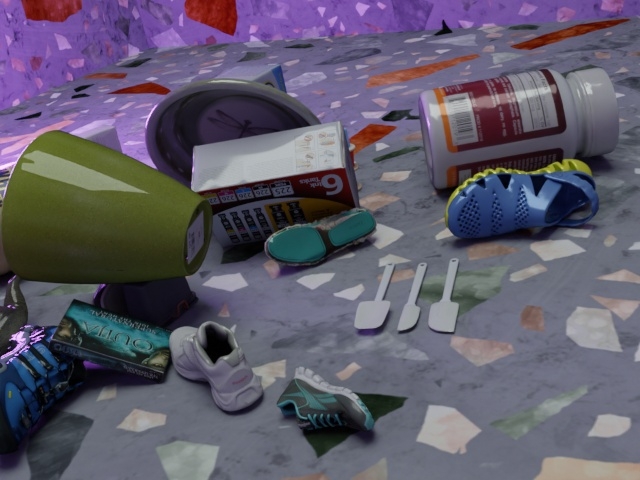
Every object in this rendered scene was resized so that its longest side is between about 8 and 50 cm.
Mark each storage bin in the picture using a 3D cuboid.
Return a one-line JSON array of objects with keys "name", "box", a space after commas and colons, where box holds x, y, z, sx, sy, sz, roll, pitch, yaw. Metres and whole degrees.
[{"name": "storage bin", "box": [-0.297, 0.098, 1.459, 0.098, 0.091, 0.135, 6, 31, 32]}]

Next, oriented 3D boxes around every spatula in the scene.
[{"name": "spatula", "box": [0.159, 0.089, 1.373, 0.168, 0.019, 0.242, -4, 26, 17]}]

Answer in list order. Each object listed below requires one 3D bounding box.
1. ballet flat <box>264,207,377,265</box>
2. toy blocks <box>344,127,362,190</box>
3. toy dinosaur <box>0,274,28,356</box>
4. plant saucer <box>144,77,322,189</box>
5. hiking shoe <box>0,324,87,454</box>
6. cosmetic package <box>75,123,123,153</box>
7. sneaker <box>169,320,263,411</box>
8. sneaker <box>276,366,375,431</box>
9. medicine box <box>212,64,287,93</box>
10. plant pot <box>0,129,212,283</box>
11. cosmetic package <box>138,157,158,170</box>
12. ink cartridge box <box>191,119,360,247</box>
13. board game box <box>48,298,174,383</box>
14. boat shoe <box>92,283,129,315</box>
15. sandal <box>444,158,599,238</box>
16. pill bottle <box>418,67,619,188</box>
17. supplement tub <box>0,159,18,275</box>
[{"name": "ballet flat", "box": [0.000, 0.000, 1.575, 0.241, 0.091, 0.077, -15, -7, -17]}, {"name": "toy blocks", "box": [0.035, -0.172, 1.813, 0.054, 0.148, 0.123, 15, 35, 44]}, {"name": "toy dinosaur", "box": [-0.614, 0.173, 1.446, 0.160, 0.121, 0.313, 16, 30, 23]}, {"name": "plant saucer", "box": [-0.172, -0.221, 1.712, 0.401, 0.400, 0.100, -5, 52, 14]}, {"name": "hiking shoe", "box": [-0.443, 0.216, 1.250, 0.132, 0.113, 0.304, -9, 27, 1]}, {"name": "cosmetic package", "box": [-0.509, -0.146, 1.881, 0.099, 0.239, 0.060, -30, 32, -35]}, {"name": "sneaker", "box": [-0.171, 0.167, 1.234, 0.090, 0.115, 0.232, -27, 29, -30]}, {"name": "sneaker", "box": [0.004, 0.238, 1.098, 0.076, 0.065, 0.166, -45, 35, -24]}, {"name": "medicine box", "box": [-0.203, -0.273, 1.987, 0.149, 0.263, 0.289, 4, 29, 30]}, {"name": "plant pot", "box": [-0.351, -0.032, 1.391, 0.294, 0.274, 0.275, 12, 30, 10]}, {"name": "cosmetic package", "box": [-0.415, -0.164, 2.017, 0.231, 0.085, 0.117, -6, 25, 31]}, {"name": "ink cartridge box", "box": [-0.079, -0.093, 1.660, 0.310, 0.272, 0.130, -9, 56, 8]}, {"name": "board game box", "box": [-0.339, 0.165, 1.311, 0.186, 0.026, 0.126, 18, 25, -9]}, {"name": "boat shoe", "box": [-0.384, 0.087, 1.540, 0.069, 0.081, 0.228, -6, 19, 18]}, {"name": "sandal", "box": [0.391, -0.071, 1.495, 0.317, 0.126, 0.138, -16, 30, -6]}, {"name": "pill bottle", "box": [0.425, -0.251, 1.729, 0.392, 0.224, 0.224, -9, 25, 4]}, {"name": "supplement tub", "box": [-0.678, -0.062, 1.790, 0.316, 0.228, 0.228, -26, 29, -28]}]
